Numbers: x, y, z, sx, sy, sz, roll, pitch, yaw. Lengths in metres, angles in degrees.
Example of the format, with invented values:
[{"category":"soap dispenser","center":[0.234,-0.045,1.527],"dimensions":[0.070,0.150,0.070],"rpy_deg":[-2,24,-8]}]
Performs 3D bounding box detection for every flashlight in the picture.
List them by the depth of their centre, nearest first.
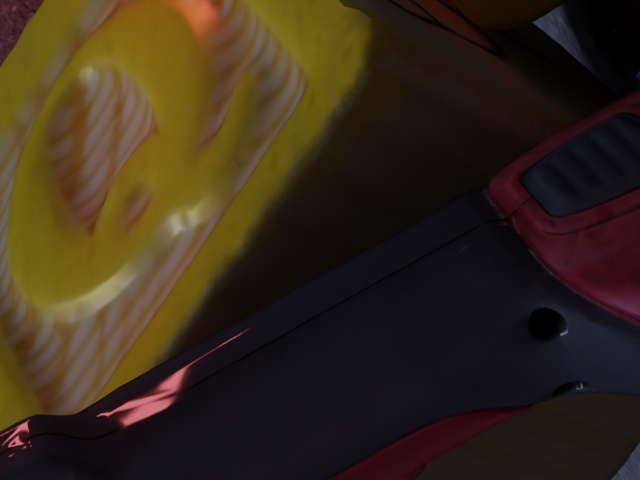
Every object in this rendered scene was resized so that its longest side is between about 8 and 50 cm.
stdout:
[{"category":"flashlight","center":[0.019,0.049,0.494],"dimensions":[0.103,0.304,0.103],"rpy_deg":[60,178,6]}]

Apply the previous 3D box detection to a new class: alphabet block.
[{"category":"alphabet block","center":[0.000,0.000,0.634],"dimensions":[0.197,0.193,0.192],"rpy_deg":[24,-163,-36]}]

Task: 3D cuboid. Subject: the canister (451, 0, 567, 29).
[{"category":"canister","center":[0.027,-0.161,0.613],"dimensions":[0.170,0.073,0.126],"rpy_deg":[55,176,46]}]
